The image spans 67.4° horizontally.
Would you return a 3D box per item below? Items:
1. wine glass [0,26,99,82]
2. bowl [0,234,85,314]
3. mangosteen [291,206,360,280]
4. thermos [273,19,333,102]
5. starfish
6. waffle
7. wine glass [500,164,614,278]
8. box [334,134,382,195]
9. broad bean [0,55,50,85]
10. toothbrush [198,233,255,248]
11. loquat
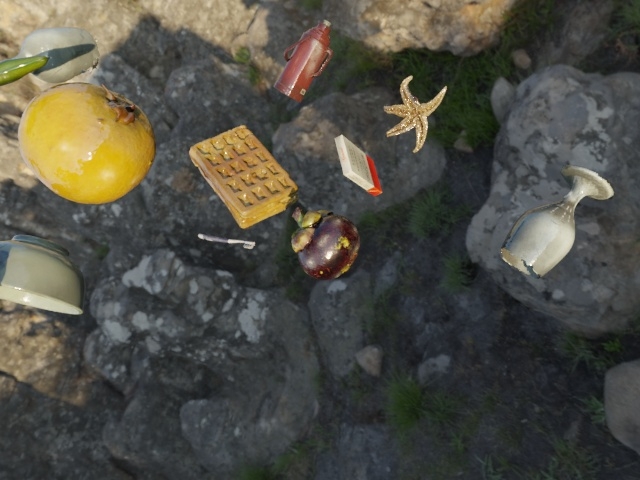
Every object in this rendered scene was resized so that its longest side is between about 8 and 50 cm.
[{"bbox_3d":[-0.707,-0.446,1.176,0.143,0.143,0.321,-29,7,43],"label":"wine glass"},{"bbox_3d":[-0.715,0.075,1.187,0.289,0.289,0.146,-17,56,51],"label":"bowl"},{"bbox_3d":[0.000,0.000,1.306,0.192,0.217,0.192,-52,-6,-8],"label":"mangosteen"},{"bbox_3d":[-0.035,-0.519,1.377,0.124,0.099,0.232,40,107,24],"label":"thermos"},{"bbox_3d":[0.289,-0.385,1.452,0.238,0.213,0.057,-21,4,37],"label":"starfish"},{"bbox_3d":[-0.240,-0.208,1.495,0.327,0.224,0.098,51,150,20],"label":"waffle"},{"bbox_3d":[0.502,-0.039,1.035,0.241,0.126,0.126,-51,30,-1],"label":"wine glass"},{"bbox_3d":[0.129,-0.244,1.591,0.035,0.245,0.138,-22,70,23],"label":"box"},{"bbox_3d":[-0.677,-0.305,0.942,0.298,0.043,0.060,-28,33,-9],"label":"broad bean"},{"bbox_3d":[-0.337,0.001,1.693,0.288,0.024,0.026,8,57,37],"label":"toothbrush"},{"bbox_3d":[-0.499,-0.214,1.058,0.275,0.275,0.274,-37,39,37],"label":"loquat"}]
